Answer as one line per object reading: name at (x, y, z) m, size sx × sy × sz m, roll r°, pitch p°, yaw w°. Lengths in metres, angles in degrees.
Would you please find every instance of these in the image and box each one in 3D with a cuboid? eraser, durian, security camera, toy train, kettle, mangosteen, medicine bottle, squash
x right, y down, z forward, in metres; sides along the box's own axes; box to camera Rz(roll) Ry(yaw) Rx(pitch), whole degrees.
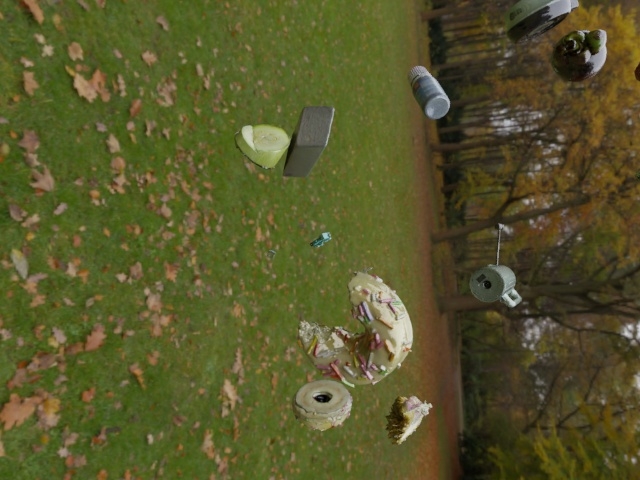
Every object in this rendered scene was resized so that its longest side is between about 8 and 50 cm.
eraser at (-0.039, -0.260, 1.380) m, size 0.352 × 0.078 × 0.111 m, roll 146°, pitch -45°, yaw -77°
durian at (0.201, 0.421, 1.236) m, size 0.140 × 0.078 × 0.224 m, roll -43°, pitch 150°, yaw -9°
security camera at (0.630, -0.779, 1.572) m, size 0.197 × 0.191 × 0.277 m, roll -23°, pitch -90°, yaw 64°
toy train at (0.000, 0.000, 1.768) m, size 0.045 × 0.092 × 0.029 m, roll -7°, pitch 71°, yaw -44°
kettle at (0.509, 0.124, 1.452) m, size 0.148 × 0.127 × 0.098 m, roll -2°, pitch 108°, yaw -55°
mangosteen at (0.840, -0.600, 1.639) m, size 0.184 × 0.173 × 0.172 m, roll 135°, pitch -49°, yaw -85°
medicine bottle at (0.322, -0.453, 1.537) m, size 0.083 × 0.084 × 0.203 m, roll 69°, pitch 7°, yaw -46°
squash at (-0.251, -0.413, 2.143) m, size 0.220 × 0.133 × 0.220 m, roll 26°, pitch 37°, yaw -21°

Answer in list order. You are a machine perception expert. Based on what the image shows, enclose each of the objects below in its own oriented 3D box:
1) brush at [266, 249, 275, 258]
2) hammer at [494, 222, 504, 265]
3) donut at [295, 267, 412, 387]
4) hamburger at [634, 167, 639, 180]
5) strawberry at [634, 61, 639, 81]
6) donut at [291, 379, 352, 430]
brush at (-0.202, 0.053, 2.119) m, size 0.030 × 0.033 × 0.178 m, roll -63°, pitch -177°, yaw -13°
hammer at (0.795, 0.069, 2.286) m, size 0.058 × 0.029 × 0.291 m, roll 2°, pitch 92°, yaw -48°
donut at (0.111, 0.296, 1.549) m, size 0.307 × 0.371 × 0.150 m, roll 46°, pitch 28°, yaw 2°
hamburger at (0.973, -0.213, 1.447) m, size 0.062 × 0.140 × 0.133 m, roll 52°, pitch 31°, yaw 8°
strawberry at (0.847, -0.439, 1.284) m, size 0.083 × 0.097 × 0.083 m, roll 58°, pitch 12°, yaw -20°
donut at (0.004, 0.459, 1.410) m, size 0.174 × 0.175 × 0.068 m, roll -58°, pitch 150°, yaw -66°
